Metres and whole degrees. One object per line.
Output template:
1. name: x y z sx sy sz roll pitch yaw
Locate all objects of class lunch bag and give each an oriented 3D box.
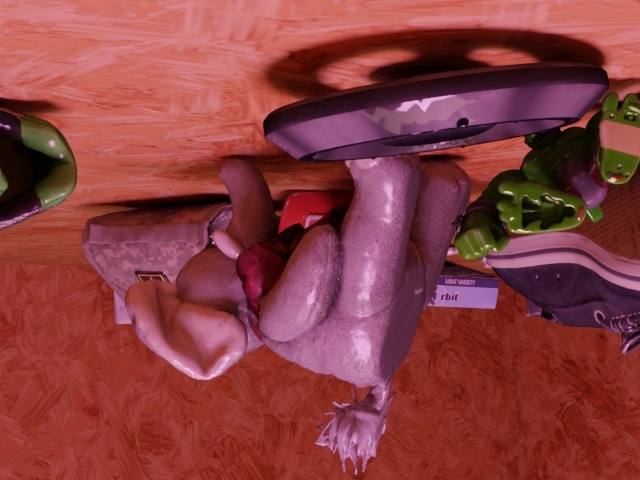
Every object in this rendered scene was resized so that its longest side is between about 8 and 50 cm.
1. lunch bag: -0.163 0.029 1.460 0.235 0.169 0.287 0 169 36

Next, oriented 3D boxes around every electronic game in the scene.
1. electronic game: 0.075 -0.088 0.696 0.229 0.048 0.229 -8 180 0

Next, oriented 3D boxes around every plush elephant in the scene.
1. plush elephant: -0.028 0.032 1.022 0.255 0.330 0.272 17 -170 21

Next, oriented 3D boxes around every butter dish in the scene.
1. butter dish: 0.000 0.000 1.393 0.159 0.160 0.118 1 -161 -25

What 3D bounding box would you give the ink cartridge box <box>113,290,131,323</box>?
1. ink cartridge box: -0.193 0.031 1.836 0.308 0.091 0.385 0 -158 -6

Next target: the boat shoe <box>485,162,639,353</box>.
1. boat shoe: 0.343 0.019 1.071 0.187 0.156 0.500 -41 -168 -16

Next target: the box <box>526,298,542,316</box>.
1. box: 0.431 0.049 1.785 0.143 0.165 0.270 -2 175 16

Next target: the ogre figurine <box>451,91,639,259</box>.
1. ogre figurine: 0.186 -0.052 0.783 0.097 0.197 0.118 38 -173 -4

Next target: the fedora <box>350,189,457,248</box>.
1. fedora: 0.094 -0.031 1.235 0.194 0.079 0.194 1 176 0

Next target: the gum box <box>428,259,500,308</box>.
1. gum box: 0.101 0.042 1.276 0.157 0.041 0.184 5 -173 -28

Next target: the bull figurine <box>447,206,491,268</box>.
1. bull figurine: 0.274 -0.007 1.456 0.188 0.101 0.310 3 175 -20

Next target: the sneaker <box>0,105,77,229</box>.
1. sneaker: -0.298 -0.059 0.670 0.146 0.134 0.343 -11 -179 27
